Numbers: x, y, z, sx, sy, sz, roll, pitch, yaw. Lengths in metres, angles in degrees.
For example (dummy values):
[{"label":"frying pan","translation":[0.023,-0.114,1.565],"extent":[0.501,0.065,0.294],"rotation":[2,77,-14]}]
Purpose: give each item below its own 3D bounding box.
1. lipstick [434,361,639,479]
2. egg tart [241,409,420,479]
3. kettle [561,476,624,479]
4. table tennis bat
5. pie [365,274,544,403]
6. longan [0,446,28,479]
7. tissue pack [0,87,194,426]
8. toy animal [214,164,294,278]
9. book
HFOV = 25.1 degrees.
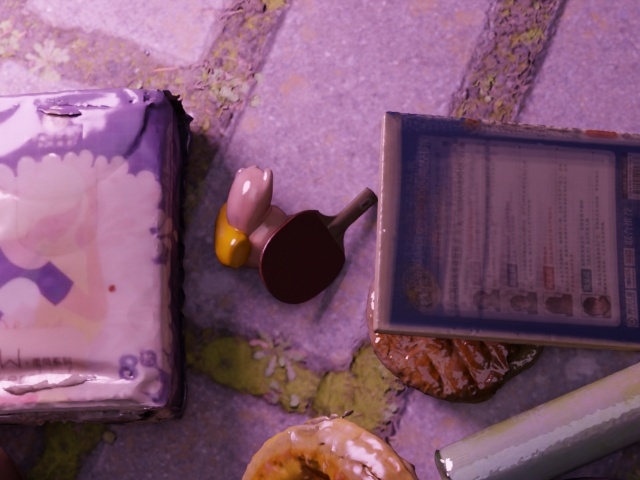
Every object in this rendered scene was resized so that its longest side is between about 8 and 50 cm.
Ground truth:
[{"label":"lipstick","translation":[0.259,0.181,1.408],"extent":[0.304,0.076,0.076],"rotation":[-24,75,4]},{"label":"egg tart","translation":[0.037,0.329,1.344],"extent":[0.341,0.132,0.341],"rotation":[-4,84,47]},{"label":"kettle","translation":[0.237,0.358,1.313],"extent":[0.271,0.207,0.250],"rotation":[-36,82,7]},{"label":"table tennis bat","translation":[0.000,0.000,1.498],"extent":[0.156,0.013,0.087],"rotation":[-43,115,-17]},{"label":"pie","translation":[0.145,0.075,1.465],"extent":[0.195,0.046,0.195],"rotation":[-2,76,9]},{"label":"longan","translation":[-0.392,0.283,1.389],"extent":[0.258,0.258,0.258],"rotation":[-2,77,8]},{"label":"tissue pack","translation":[-0.261,0.021,1.495],"extent":[0.242,0.125,0.343],"rotation":[-2,78,6]},{"label":"toy animal","translation":[-0.064,-0.020,1.507],"extent":[0.082,0.091,0.114],"rotation":[14,93,-17]},{"label":"book","translation":[0.214,-0.008,1.439],"extent":[0.322,0.018,0.228],"rotation":[5,77,-8]}]
